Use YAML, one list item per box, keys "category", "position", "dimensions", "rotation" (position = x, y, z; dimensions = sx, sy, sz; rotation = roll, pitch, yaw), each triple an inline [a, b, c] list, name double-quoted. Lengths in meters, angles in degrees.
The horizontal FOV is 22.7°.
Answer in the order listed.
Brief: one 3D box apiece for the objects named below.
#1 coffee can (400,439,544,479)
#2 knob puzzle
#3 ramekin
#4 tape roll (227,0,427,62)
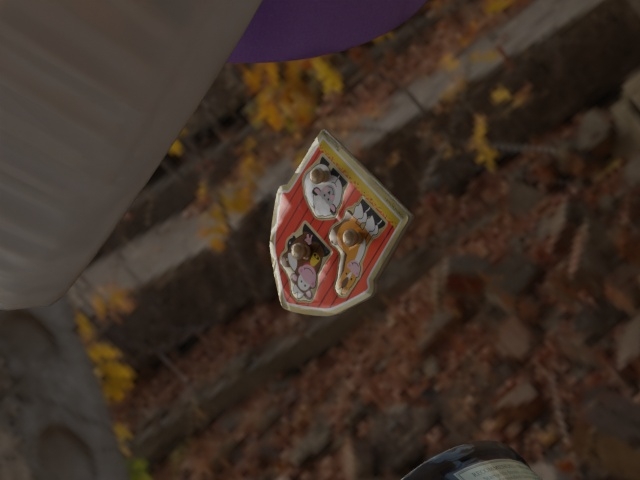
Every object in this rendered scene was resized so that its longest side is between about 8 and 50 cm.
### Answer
- category: "coffee can"
  position: [0.166, 0.308, 1.172]
  dimensions: [0.201, 0.201, 0.275]
  rotation: [-45, 50, -6]
- category: "knob puzzle"
  position: [0.000, 0.000, 1.787]
  dimensions: [0.213, 0.030, 0.213]
  rotation: [-4, 85, 43]
- category: "ramekin"
  position: [-0.108, -0.094, 0.653]
  dimensions: [0.273, 0.127, 0.273]
  rotation: [-55, 10, 14]
- category: "tape roll"
  position: [-0.053, -0.223, 0.922]
  dimensions: [0.275, 0.275, 0.090]
  rotation: [-66, -10, -45]
